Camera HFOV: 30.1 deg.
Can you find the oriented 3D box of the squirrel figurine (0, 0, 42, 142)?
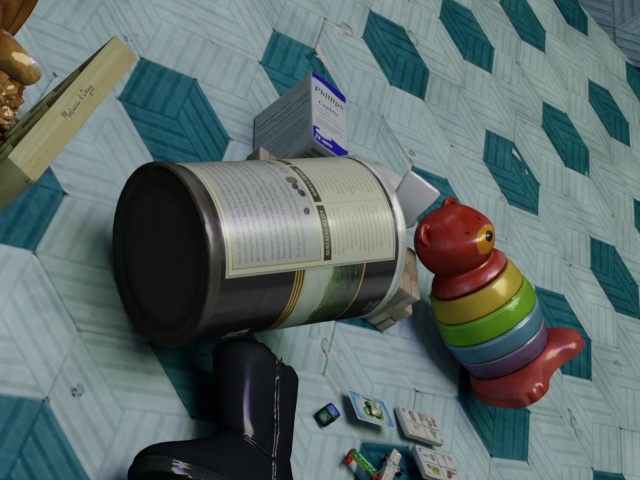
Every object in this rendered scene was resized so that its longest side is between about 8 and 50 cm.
[{"bbox_3d":[-0.347,-0.185,1.055,0.281,0.397,0.370,-7,33,-19],"label":"squirrel figurine"}]

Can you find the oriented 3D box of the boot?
[{"bbox_3d":[-0.111,0.200,1.289,0.246,0.094,0.207,33,43,-43],"label":"boot"}]

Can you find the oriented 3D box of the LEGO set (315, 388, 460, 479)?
[{"bbox_3d":[0.088,0.288,1.547,0.244,0.060,0.182,24,32,-42],"label":"LEGO set"}]

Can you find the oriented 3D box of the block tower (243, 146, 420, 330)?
[{"bbox_3d":[0.000,0.000,1.616,0.335,0.091,0.097,32,39,-34],"label":"block tower"}]

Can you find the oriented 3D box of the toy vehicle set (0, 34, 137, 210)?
[{"bbox_3d":[-0.300,-0.101,1.237,0.035,0.166,0.267,46,33,-17],"label":"toy vehicle set"}]

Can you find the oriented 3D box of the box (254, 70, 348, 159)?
[{"bbox_3d":[-0.028,-0.142,1.667,0.072,0.126,0.137,31,41,-33],"label":"box"}]

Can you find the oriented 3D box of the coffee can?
[{"bbox_3d":[-0.068,0.005,1.359,0.275,0.201,0.201,-6,66,-38],"label":"coffee can"}]

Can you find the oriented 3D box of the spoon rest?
[{"bbox_3d":[0.097,-0.061,1.727,0.137,0.084,0.276,37,-2,-9],"label":"spoon rest"}]

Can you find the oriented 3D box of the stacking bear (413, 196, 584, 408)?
[{"bbox_3d":[0.234,0.078,1.736,0.175,0.164,0.289,-42,112,-36],"label":"stacking bear"}]
